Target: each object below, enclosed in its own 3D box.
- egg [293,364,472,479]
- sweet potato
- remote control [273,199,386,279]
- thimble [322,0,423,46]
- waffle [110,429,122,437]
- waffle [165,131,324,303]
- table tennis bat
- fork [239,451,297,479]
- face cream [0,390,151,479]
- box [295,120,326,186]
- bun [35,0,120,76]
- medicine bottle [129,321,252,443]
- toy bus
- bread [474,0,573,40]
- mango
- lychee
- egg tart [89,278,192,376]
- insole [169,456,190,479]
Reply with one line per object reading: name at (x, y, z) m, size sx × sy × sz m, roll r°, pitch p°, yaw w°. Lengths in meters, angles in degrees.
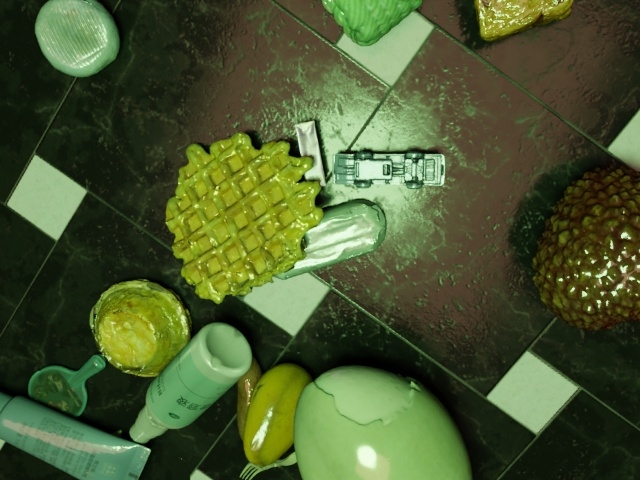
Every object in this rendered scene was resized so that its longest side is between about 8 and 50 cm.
egg at (0.099, 0.362, 1.084) m, size 0.278 × 0.278 × 0.336 m, roll -30°, pitch 103°, yaw 12°
sweet potato at (-0.135, 0.321, 1.216) m, size 0.067 × 0.059 × 0.281 m, roll -17°, pitch 107°, yaw -30°
remote control at (0.000, 0.000, 1.137) m, size 0.247 × 0.052 × 0.104 m, roll -19°, pitch 100°, yaw 8°
thimble at (0.057, -0.422, 0.963) m, size 0.150 × 0.219 × 0.219 m, roll -39°, pitch 95°, yaw 9°
waffle at (-0.426, 0.499, 1.307) m, size 0.125 × 0.032 × 0.191 m, roll -23°, pitch 100°, yaw 9°
waffle at (-0.139, -0.037, 1.104) m, size 0.312 × 0.060 × 0.307 m, roll 6°, pitch 95°, yaw 26°
table tennis bat at (-0.509, 0.293, 1.271) m, size 0.201 × 0.033 × 0.124 m, roll -37°, pitch 97°, yaw 17°
fork at (-0.097, 0.428, 1.204) m, size 0.034 × 0.028 × 0.219 m, roll 38°, pitch 137°, yaw -10°
face cream at (-0.534, 0.392, 1.247) m, size 0.385 × 0.086 × 0.135 m, roll 25°, pitch 101°, yaw 1°
box at (-0.017, -0.152, 1.105) m, size 0.036 × 0.050 × 0.117 m, roll -11°, pitch 99°, yaw 2°
bun at (-0.422, -0.358, 1.096) m, size 0.141 × 0.083 × 0.141 m, roll -1°, pitch 102°, yaw -3°
medicine bottle at (-0.263, 0.288, 1.170) m, size 0.110 × 0.110 × 0.352 m, roll 43°, pitch 123°, yaw -3°
toy bus at (0.117, -0.123, 1.083) m, size 0.190 × 0.075 × 0.064 m, roll 1°, pitch 101°, yaw 8°
bread at (0.307, -0.401, 0.968) m, size 0.149 × 0.143 × 0.158 m, roll -9°, pitch 101°, yaw 15°
mango at (-0.083, 0.319, 1.155) m, size 0.098 × 0.195 × 0.137 m, roll 10°, pitch 141°, yaw 34°
lychee at (0.466, 0.010, 0.995) m, size 0.271 × 0.271 × 0.271 m, roll 1°, pitch 102°, yaw 7°
egg tart at (-0.351, 0.175, 1.200) m, size 0.212 × 0.090 × 0.213 m, roll 2°, pitch 100°, yaw 10°
insole at (-0.290, 0.521, 1.306) m, size 0.053 × 0.002 × 0.153 m, roll -6°, pitch 101°, yaw 8°
